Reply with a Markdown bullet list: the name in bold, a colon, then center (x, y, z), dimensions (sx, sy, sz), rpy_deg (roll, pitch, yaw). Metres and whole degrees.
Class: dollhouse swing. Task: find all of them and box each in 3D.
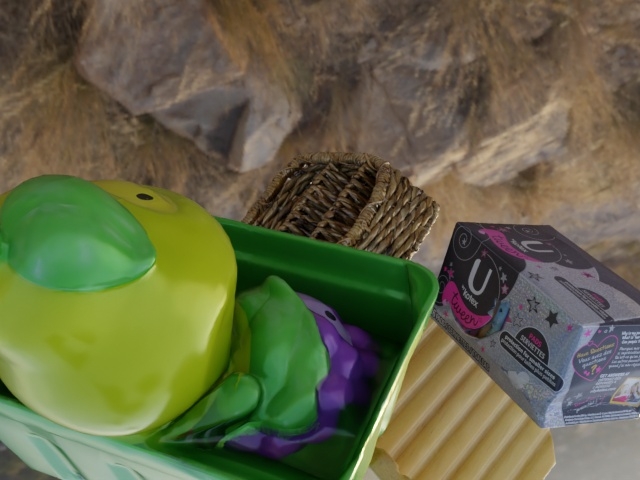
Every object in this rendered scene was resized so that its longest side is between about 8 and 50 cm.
- **dollhouse swing**: center (0.187, 0.253, 1.165), dimensions (0.305, 0.347, 0.315), rpy_deg (-40, 180, -19)

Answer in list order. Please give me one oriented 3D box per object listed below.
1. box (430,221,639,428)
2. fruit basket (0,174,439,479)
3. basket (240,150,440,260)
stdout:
- **box**: center (0.269, 0.090, 1.116), dimensions (0.163, 0.247, 0.142), rpy_deg (2, 116, -29)
- **fruit basket**: center (-0.120, 0.056, 0.700), dimensions (0.391, 0.283, 0.392), rpy_deg (16, 135, 17)
- **basket**: center (0.000, 0.000, 1.333), dimensions (0.299, 0.223, 0.213), rpy_deg (-51, -176, -28)
